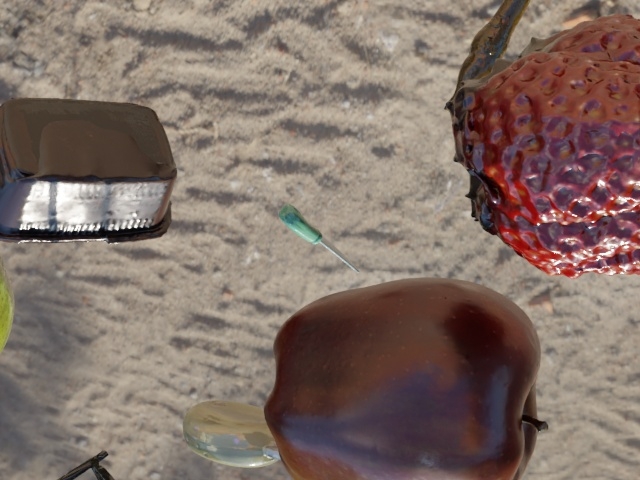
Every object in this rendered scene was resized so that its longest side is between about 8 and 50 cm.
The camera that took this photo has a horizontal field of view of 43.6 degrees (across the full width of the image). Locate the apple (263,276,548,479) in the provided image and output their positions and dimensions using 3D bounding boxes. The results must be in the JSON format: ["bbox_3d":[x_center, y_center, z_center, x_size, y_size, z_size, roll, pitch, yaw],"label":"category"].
[{"bbox_3d":[0.100,0.175,0.897,0.317,0.288,0.288,1,133,26],"label":"apple"}]

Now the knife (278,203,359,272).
[{"bbox_3d":[-0.001,-0.001,1.572,0.034,0.063,0.260,-45,139,6],"label":"knife"}]

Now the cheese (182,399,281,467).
[{"bbox_3d":[-0.087,0.275,1.097,0.227,0.137,0.064,11,95,40],"label":"cheese"}]

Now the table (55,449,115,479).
[{"bbox_3d":[-0.339,0.551,1.199,0.222,0.272,0.335,11,127,56],"label":"table"}]

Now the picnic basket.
[{"bbox_3d":[-0.344,-0.115,1.164,0.297,0.222,0.129,-3,150,-37],"label":"picnic basket"}]

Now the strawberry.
[{"bbox_3d":[0.267,-0.072,0.713,0.288,0.250,0.238,15,136,31],"label":"strawberry"}]

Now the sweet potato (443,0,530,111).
[{"bbox_3d":[0.293,-0.339,1.372,0.067,0.067,0.274,26,100,-15],"label":"sweet potato"}]

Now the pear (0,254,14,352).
[{"bbox_3d":[-0.690,0.069,1.473,0.238,0.342,0.318,-7,149,-27],"label":"pear"}]
